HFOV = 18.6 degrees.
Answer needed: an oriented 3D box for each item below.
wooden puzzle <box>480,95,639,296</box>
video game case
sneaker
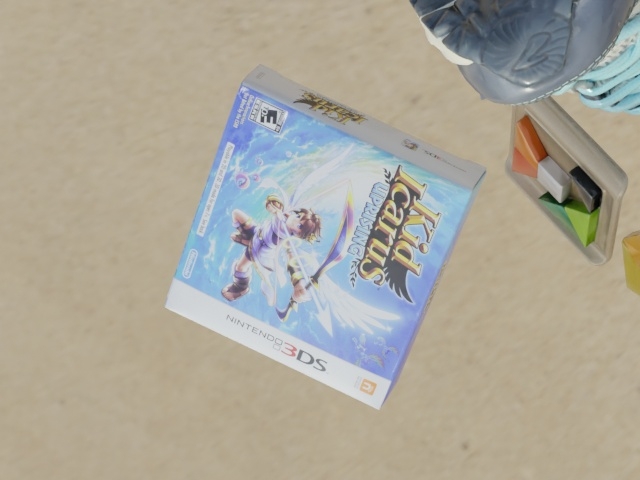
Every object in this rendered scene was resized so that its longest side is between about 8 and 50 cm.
[{"bbox_3d":[0.103,-0.026,0.835,0.116,0.014,0.078,47,161,28],"label":"wooden puzzle"},{"bbox_3d":[0.000,0.000,1.905,0.244,0.061,0.269,25,120,7],"label":"video game case"},{"bbox_3d":[0.127,-0.098,0.740,0.110,0.283,0.122,-27,101,29],"label":"sneaker"}]
